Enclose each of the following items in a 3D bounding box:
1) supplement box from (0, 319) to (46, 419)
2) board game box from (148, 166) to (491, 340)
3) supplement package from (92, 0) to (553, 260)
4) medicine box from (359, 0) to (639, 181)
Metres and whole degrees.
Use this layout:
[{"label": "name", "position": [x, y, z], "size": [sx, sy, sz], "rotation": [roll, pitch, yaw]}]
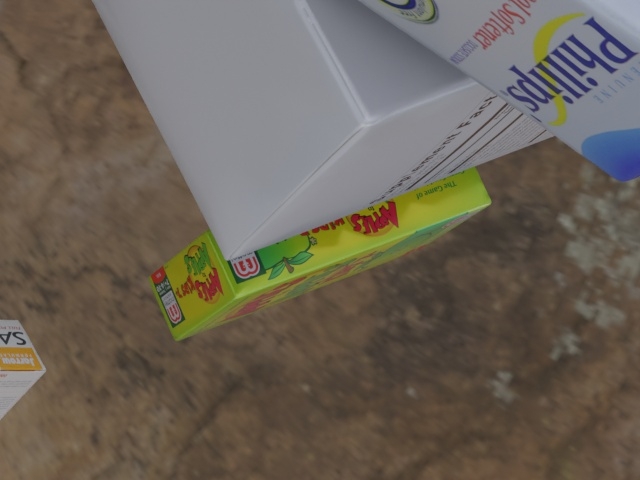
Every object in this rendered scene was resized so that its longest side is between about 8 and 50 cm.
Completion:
[{"label": "supplement box", "position": [-0.198, 0.084, 1.025], "size": [0.098, 0.036, 0.062], "rotation": [-45, 153, 25]}, {"label": "board game box", "position": [0.000, 0.000, 1.153], "size": [0.181, 0.092, 0.043], "rotation": [-20, 83, -31]}, {"label": "supplement package", "position": [0.059, -0.138, 1.047], "size": [0.293, 0.175, 0.177], "rotation": [-21, 78, -32]}, {"label": "medicine box", "position": [0.101, -0.218, 0.823], "size": [0.289, 0.149, 0.263], "rotation": [34, 77, -3]}]
